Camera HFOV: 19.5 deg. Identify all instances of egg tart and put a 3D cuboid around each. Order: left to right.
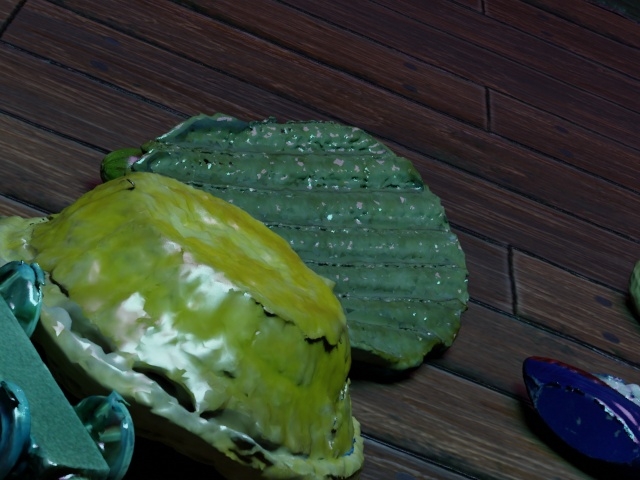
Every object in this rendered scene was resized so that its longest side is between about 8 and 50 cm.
[{"bbox_3d":[-0.107,0.064,1.545,0.388,0.169,0.388,33,10,-6],"label":"egg tart"}]

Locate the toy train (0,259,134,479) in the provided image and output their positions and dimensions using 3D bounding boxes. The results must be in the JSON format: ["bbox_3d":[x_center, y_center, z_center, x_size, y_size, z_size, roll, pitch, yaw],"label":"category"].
[{"bbox_3d":[-0.253,0.133,1.315,0.120,0.194,0.298,16,25,-43],"label":"toy train"}]

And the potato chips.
[{"bbox_3d":[0.000,0.000,1.929,0.429,0.070,0.358,3,44,-41],"label":"potato chips"}]

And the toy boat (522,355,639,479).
[{"bbox_3d":[0.345,0.201,1.940,0.318,0.072,0.219,18,19,-40],"label":"toy boat"}]

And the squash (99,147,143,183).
[{"bbox_3d":[-0.119,-0.050,1.994,0.252,0.066,0.066,11,26,-29],"label":"squash"}]

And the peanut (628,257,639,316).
[{"bbox_3d":[0.442,0.051,2.301,0.103,0.098,0.229,5,16,27],"label":"peanut"}]
